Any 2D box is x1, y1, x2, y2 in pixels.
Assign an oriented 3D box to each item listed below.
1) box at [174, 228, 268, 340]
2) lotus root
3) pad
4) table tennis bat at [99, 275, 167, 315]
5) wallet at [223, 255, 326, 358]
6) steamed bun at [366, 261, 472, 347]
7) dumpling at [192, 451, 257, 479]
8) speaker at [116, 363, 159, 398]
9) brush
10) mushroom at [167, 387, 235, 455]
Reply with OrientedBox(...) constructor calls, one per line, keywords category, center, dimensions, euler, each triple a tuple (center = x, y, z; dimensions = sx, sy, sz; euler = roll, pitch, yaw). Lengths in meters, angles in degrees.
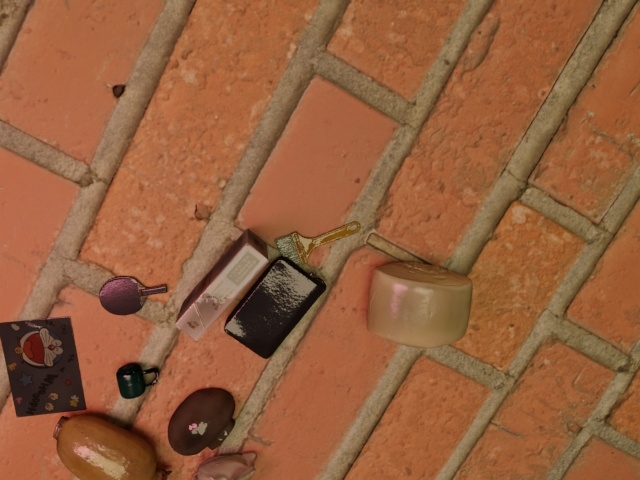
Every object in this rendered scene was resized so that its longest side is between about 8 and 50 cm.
OrientedBox(category="box", center=(-0.220, 0.095, 1.298), dimensions=(0.067, 0.155, 0.243), euler=(41, 94, -12))
OrientedBox(category="lotus root", center=(-0.501, 0.520, 1.378), dimensions=(0.303, 0.131, 0.146), euler=(37, 98, -13))
OrientedBox(category="pad", center=(-0.660, 0.303, 1.375), dimensions=(0.170, 0.006, 0.246), euler=(-5, 103, -6))
OrientedBox(category="table tennis bat", center=(-0.439, 0.126, 1.352), dimensions=(0.157, 0.014, 0.095), euler=(-10, 103, -2))
OrientedBox(category="wallet", center=(-0.110, 0.156, 1.379), dimensions=(0.149, 0.044, 0.250), euler=(35, 100, -13))
OrientedBox(category="steamed bun", center=(0.238, 0.160, 1.363), dimensions=(0.249, 0.155, 0.200), euler=(6, 102, -5))
OrientedBox(category="dumpling", center=(-0.243, 0.593, 1.426), dimensions=(0.199, 0.136, 0.118), euler=(-30, 98, -10))
OrientedBox(category="speaker", center=(-0.435, 0.334, 1.378), dimensions=(0.094, 0.060, 0.076), euler=(-9, 105, -5))
OrientedBox(category="brush", center=(0.000, 0.000, 1.373), dimensions=(0.205, 0.011, 0.083), euler=(-20, 105, -2))
OrientedBox(category="mushroom", center=(-0.295, 0.454, 1.404), dimensions=(0.141, 0.117, 0.188), euler=(43, 100, -2))
